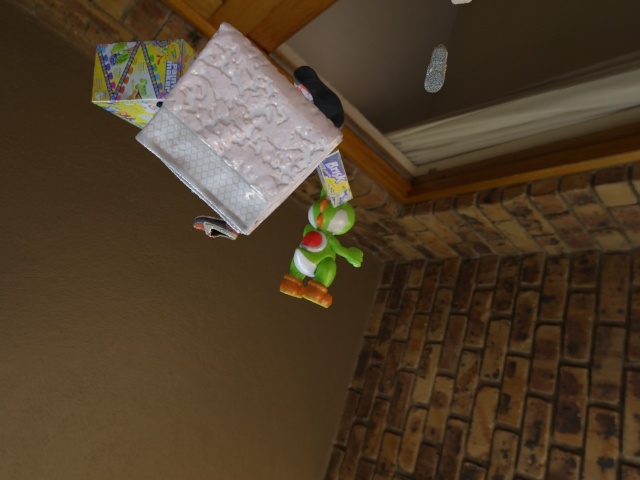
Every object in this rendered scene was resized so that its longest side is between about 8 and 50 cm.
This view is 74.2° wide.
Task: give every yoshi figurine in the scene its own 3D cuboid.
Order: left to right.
[{"bbox_3d":[0.019,0.009,1.272,0.204,0.203,0.361,20,-97,-14],"label":"yoshi figurine"}]

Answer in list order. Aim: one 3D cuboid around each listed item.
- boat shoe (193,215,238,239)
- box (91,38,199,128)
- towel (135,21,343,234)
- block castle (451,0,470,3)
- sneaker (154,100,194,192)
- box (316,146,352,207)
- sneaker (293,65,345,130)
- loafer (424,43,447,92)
[{"bbox_3d":[-0.250,-0.029,1.007,0.049,0.137,0.043,50,-129,-58],"label":"boat shoe"},{"bbox_3d":[-0.483,-0.462,1.319,0.290,0.280,0.176,19,-106,-78],"label":"box"},{"bbox_3d":[-0.175,-0.222,0.899,0.332,0.053,0.317,43,-78,-8],"label":"towel"},{"bbox_3d":[0.398,-0.737,0.877,0.303,0.454,0.212,7,-99,-38],"label":"block castle"},{"bbox_3d":[-0.316,-0.219,1.107,0.296,0.123,0.178,30,-71,-6],"label":"sneaker"},{"bbox_3d":[0.029,-0.165,1.062,0.059,0.054,0.168,-28,-42,-4],"label":"box"},{"bbox_3d":[0.005,-0.412,1.336,0.090,0.145,0.270,-29,-112,-3],"label":"sneaker"},{"bbox_3d":[0.338,-0.497,1.221,0.056,0.148,0.050,16,-123,8],"label":"loafer"}]
